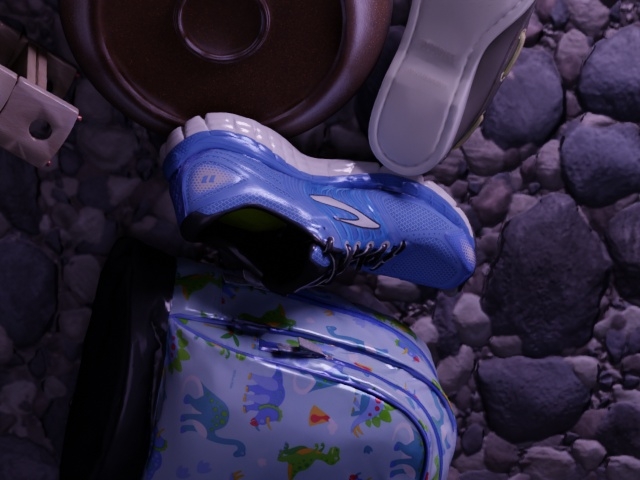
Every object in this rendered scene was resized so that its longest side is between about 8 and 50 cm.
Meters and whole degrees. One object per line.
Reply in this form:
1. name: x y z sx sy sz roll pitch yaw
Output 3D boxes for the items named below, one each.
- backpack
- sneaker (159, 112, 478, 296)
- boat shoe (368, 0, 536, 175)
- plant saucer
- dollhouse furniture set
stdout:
1. backpack: -0.046 0.175 1.830 0.355 0.273 0.290 9 108 -24
2. sneaker: 0.000 0.000 1.758 0.330 0.147 0.130 15 140 -23
3. boat shoe: 0.140 -0.204 1.735 0.109 0.091 0.305 31 111 14
4. plant saucer: -0.089 -0.210 1.705 0.310 0.050 0.311 1 121 2
5. dollhouse furniture set: -0.320 -0.096 1.711 0.129 0.129 0.184 30 108 -19
